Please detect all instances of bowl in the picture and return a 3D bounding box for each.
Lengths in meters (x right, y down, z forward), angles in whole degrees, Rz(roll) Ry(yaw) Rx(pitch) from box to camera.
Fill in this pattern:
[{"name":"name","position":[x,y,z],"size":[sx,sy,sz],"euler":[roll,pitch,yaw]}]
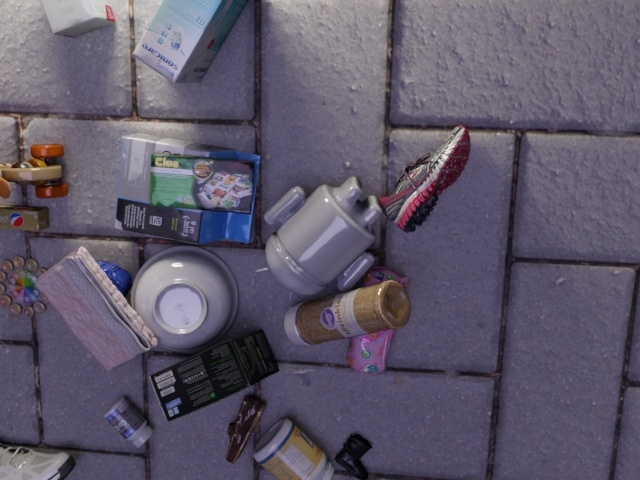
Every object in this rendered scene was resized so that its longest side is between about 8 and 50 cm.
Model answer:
[{"name":"bowl","position":[-0.369,0.168,1.889],"size":[0.297,0.134,0.298],"euler":[0,96,-4]}]

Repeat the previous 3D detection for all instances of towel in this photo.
[{"name":"towel","position":[-0.613,0.197,1.910],"size":[0.317,0.053,0.332],"euler":[-26,103,48]}]

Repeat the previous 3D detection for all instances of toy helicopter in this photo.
[{"name":"toy helicopter","position":[-0.856,-0.171,1.844],"size":[0.354,0.235,0.140],"euler":[0,103,7]}]

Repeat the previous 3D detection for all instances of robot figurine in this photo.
[{"name":"robot figurine","position":[0.000,0.000,1.803],"size":[0.353,0.200,0.300],"euler":[-43,99,13]}]

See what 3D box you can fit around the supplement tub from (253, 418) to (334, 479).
[{"name":"supplement tub","position":[-0.074,0.616,1.982],"size":[0.199,0.144,0.144],"euler":[45,104,-5]}]

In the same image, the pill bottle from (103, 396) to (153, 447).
[{"name":"pill bottle","position":[-0.555,0.530,2.051],"size":[0.078,0.078,0.137],"euler":[-42,95,13]}]

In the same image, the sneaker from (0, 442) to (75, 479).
[{"name":"sneaker","position":[-0.960,0.650,2.078],"size":[0.447,0.169,0.258],"euler":[-20,102,13]}]

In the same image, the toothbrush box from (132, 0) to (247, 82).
[{"name":"toothbrush box","position":[-0.298,-0.536,1.706],"size":[0.126,0.216,0.296],"euler":[35,103,-2]}]

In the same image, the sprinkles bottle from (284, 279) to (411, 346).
[{"name":"sprinkles bottle","position":[0.062,0.190,1.794],"size":[0.355,0.121,0.121],"euler":[-19,102,45]}]

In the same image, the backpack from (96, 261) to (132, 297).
[{"name":"backpack","position":[-0.588,0.110,1.949],"size":[0.120,0.098,0.101],"euler":[36,107,2]}]

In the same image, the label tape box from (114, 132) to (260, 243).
[{"name":"label tape box","position":[-0.351,-0.129,1.859],"size":[0.347,0.115,0.249],"euler":[11,104,6]}]

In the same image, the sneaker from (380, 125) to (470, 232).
[{"name":"sneaker","position":[0.267,-0.168,1.783],"size":[0.112,0.121,0.299],"euler":[42,97,27]}]

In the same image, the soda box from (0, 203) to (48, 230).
[{"name":"soda box","position":[-0.853,-0.065,1.956],"size":[0.181,0.061,0.058],"euler":[3,104,6]}]

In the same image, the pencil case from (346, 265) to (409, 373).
[{"name":"pencil case","position":[0.152,0.210,1.875],"size":[0.124,0.124,0.284],"euler":[14,105,3]}]

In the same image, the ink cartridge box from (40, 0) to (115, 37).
[{"name":"ink cartridge box","position":[-0.621,-0.618,1.769],"size":[0.127,0.128,0.176],"euler":[-16,100,10]}]

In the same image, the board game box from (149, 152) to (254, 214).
[{"name":"board game box","position":[-0.299,-0.144,1.783],"size":[0.259,0.030,0.136],"euler":[5,106,-1]}]

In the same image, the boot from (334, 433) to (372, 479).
[{"name":"boot","position":[0.110,0.616,2.014],"size":[0.121,0.045,0.099],"euler":[37,101,-2]}]

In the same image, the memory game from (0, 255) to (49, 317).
[{"name":"memory game","position":[-0.853,0.134,2.028],"size":[0.186,0.012,0.186],"euler":[1,103,6]}]

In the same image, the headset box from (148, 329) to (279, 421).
[{"name":"headset box","position":[-0.271,0.351,1.882],"size":[0.246,0.283,0.131],"euler":[-25,83,10]}]

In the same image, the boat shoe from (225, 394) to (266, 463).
[{"name":"boat shoe","position":[-0.228,0.539,2.022],"size":[0.073,0.073,0.207],"euler":[26,97,2]}]
